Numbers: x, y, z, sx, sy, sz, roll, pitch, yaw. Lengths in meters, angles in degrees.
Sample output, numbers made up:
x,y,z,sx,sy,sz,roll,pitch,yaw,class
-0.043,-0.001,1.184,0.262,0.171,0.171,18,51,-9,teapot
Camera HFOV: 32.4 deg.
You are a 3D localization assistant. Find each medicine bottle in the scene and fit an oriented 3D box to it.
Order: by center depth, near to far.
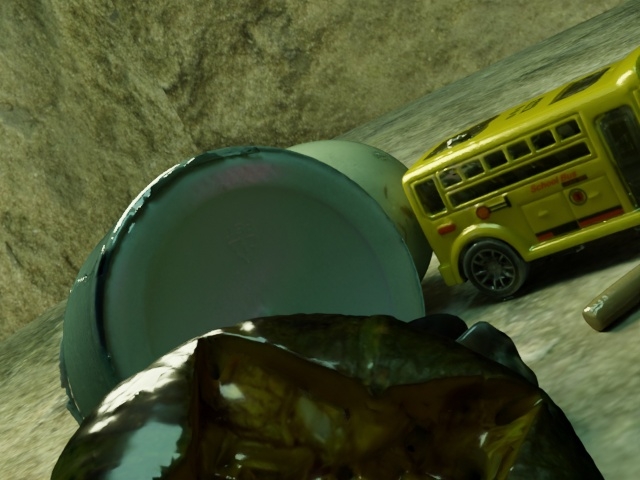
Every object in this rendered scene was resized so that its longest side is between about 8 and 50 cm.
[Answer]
x,y,z,sx,sy,sz,roll,pitch,yaw,class
-0.088,0.078,0.880,0.245,0.245,0.290,-35,3,-26,medicine bottle

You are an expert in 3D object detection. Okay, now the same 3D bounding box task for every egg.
x,y,z,sx,sy,sz,roll,pitch,yaw,class
0.000,0.000,1.134,0.203,0.203,0.283,-36,10,-35,egg

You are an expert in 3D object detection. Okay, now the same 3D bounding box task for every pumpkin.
x,y,z,sx,sy,sz,roll,pitch,yaw,class
0.001,0.137,0.434,0.238,0.159,0.238,4,41,-4,pumpkin

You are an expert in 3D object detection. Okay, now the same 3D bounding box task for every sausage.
x,y,z,sx,sy,sz,roll,pitch,yaw,class
0.249,0.023,0.822,0.132,0.024,0.024,-34,10,-17,sausage

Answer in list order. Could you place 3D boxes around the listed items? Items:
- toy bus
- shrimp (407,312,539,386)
x,y,z,sx,sy,sz,roll,pitch,yaw,class
0.242,-0.071,0.953,0.330,0.152,0.144,-22,11,38,toy bus
-0.020,0.180,0.603,0.221,0.110,0.446,-10,25,48,shrimp
